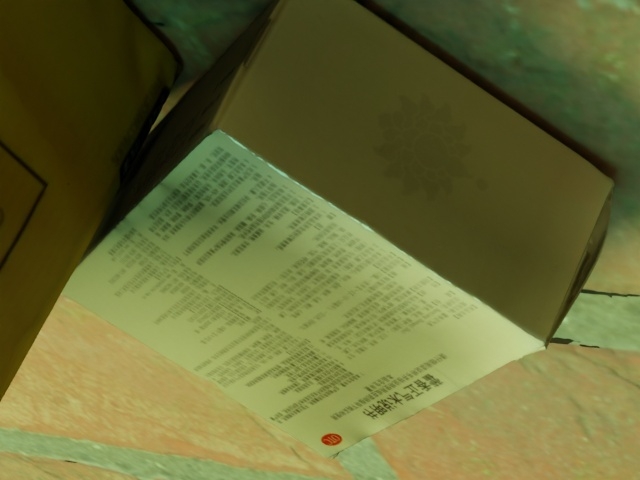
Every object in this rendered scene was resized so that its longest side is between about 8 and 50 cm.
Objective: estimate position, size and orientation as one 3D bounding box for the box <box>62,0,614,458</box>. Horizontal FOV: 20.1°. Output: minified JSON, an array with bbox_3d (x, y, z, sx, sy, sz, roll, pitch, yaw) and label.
[{"bbox_3d":[0.000,0.000,0.805,0.168,0.095,0.212,35,150,-11],"label":"box"}]

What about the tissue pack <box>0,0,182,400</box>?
[{"bbox_3d":[-0.281,0.025,0.783,0.293,0.382,0.228,-7,138,44],"label":"tissue pack"}]
